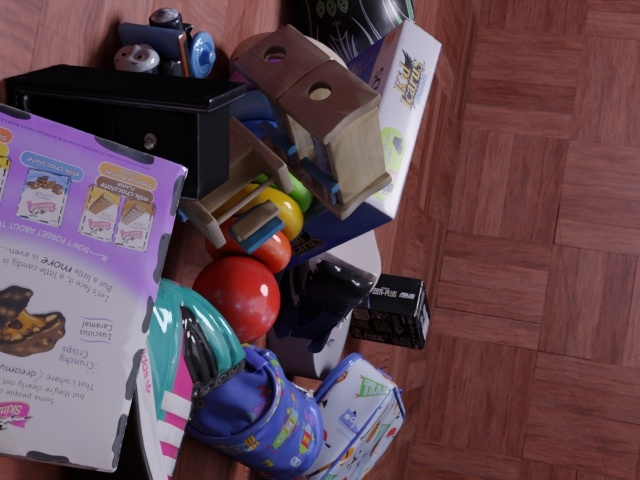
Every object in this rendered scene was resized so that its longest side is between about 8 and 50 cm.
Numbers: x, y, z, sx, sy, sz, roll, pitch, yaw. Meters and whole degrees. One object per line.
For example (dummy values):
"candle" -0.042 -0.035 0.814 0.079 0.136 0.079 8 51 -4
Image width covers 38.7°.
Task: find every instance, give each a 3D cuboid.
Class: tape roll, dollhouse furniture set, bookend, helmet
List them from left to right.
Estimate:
"bookend" -0.141 -0.043 0.680 0.072 0.156 0.157 -48 145 -64
"dollhouse furniture set" -0.051 -0.073 0.820 0.184 0.129 0.129 -39 150 -14
"tape roll" -0.010 0.099 1.381 0.219 0.072 0.219 8 90 -74
"helmet" 0.049 -0.298 1.218 0.169 0.169 0.161 -55 134 -58

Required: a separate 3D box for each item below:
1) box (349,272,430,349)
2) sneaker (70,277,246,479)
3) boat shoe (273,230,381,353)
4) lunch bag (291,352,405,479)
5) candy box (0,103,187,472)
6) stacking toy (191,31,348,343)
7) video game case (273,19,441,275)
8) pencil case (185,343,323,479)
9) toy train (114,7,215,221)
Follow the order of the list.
"box" 0.126 0.133 1.742 0.180 0.147 0.077 67 34 -60
"sneaker" -0.149 0.161 0.843 0.178 0.124 0.295 -34 130 -57
"boat shoe" 0.000 0.000 1.238 0.158 0.127 0.340 -56 -167 30
"lunch bag" 0.034 0.304 1.430 0.243 0.115 0.303 -51 161 -12
"candy box" -0.187 0.027 0.549 0.165 0.070 0.196 19 76 -30
"stacking toy" -0.064 -0.051 0.953 0.141 0.141 0.330 70 30 -60
"video game case" 0.014 -0.101 1.086 0.269 0.061 0.244 -26 -140 53
"pencil case" -0.075 0.211 1.113 0.133 0.119 0.306 -53 158 -11
"toy train" -0.136 -0.110 0.814 0.105 0.080 0.184 -56 151 -45
